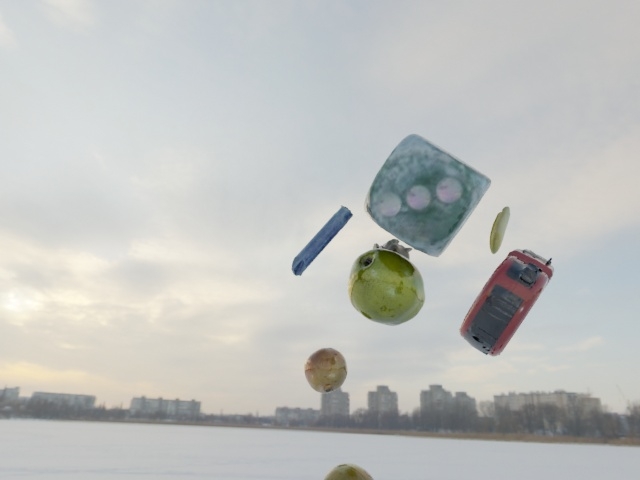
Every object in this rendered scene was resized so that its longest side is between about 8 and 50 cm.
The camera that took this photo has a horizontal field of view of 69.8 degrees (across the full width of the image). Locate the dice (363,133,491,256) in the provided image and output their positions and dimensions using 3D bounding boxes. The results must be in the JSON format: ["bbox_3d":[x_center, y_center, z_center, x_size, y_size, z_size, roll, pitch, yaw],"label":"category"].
[{"bbox_3d":[0.372,-0.155,1.628,0.328,0.348,0.330,35,20,15],"label":"dice"}]

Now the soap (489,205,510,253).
[{"bbox_3d":[0.502,-0.030,1.289,0.033,0.168,0.089,12,-53,27],"label":"soap"}]

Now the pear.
[{"bbox_3d":[0.233,0.168,1.665,0.295,0.294,0.294,2,-23,1],"label":"pear"}]

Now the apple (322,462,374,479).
[{"bbox_3d":[0.079,0.740,1.320,0.155,0.182,0.182,21,-13,27],"label":"apple"}]

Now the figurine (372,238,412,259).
[{"bbox_3d":[0.315,0.120,2.049,0.173,0.247,0.177,13,-18,-16],"label":"figurine"}]

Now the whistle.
[{"bbox_3d":[0.000,0.000,1.635,0.062,0.304,0.062,38,-15,12],"label":"whistle"}]

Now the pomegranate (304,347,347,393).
[{"bbox_3d":[0.024,0.550,1.936,0.192,0.191,0.191,2,-23,1],"label":"pomegranate"}]

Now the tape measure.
[{"bbox_3d":[0.429,0.142,1.070,0.114,0.253,0.260,33,20,25],"label":"tape measure"}]
